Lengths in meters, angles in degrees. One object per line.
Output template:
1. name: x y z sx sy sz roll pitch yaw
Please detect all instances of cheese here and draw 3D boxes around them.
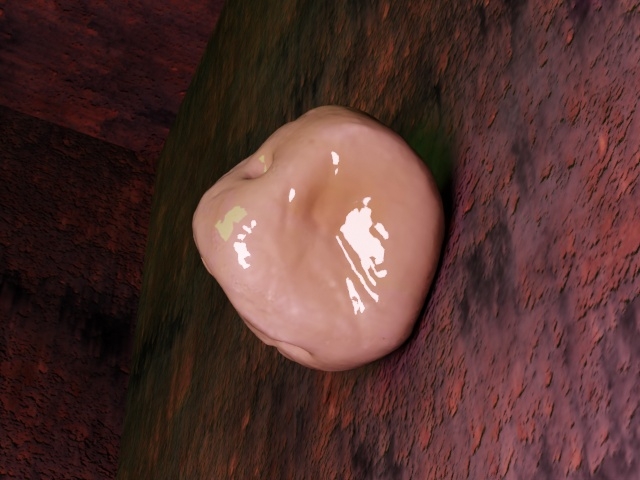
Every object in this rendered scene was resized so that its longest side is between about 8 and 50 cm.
1. cheese: 0.000 0.000 1.478 0.117 0.218 0.235 -161 68 -81
